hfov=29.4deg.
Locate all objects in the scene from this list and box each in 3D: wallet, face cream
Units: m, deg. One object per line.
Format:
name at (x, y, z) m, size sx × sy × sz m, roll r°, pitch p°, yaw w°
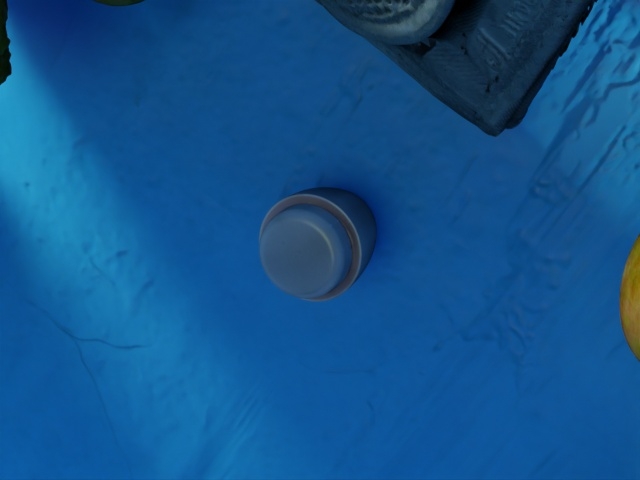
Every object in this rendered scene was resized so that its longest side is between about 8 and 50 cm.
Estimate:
wallet at (0.073, -0.205, 0.804) m, size 0.237 × 0.075 × 0.342 m, roll 43°, pitch 162°, yaw 7°
face cream at (0.000, 0.000, 1.005) m, size 0.091 × 0.095 × 0.091 m, roll 7°, pitch 109°, yaw 22°

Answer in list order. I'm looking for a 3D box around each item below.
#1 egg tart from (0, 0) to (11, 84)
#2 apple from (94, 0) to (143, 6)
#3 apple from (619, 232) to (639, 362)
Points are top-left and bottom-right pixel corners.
egg tart at (-0.314, -0.275, 0.934) m, size 0.153 × 0.351 × 0.340 m, roll -5°, pitch 105°, yaw -11°
apple at (-0.155, -0.289, 0.942) m, size 0.207 × 0.173 × 0.188 m, roll 32°, pitch 151°, yaw 60°
apple at (0.305, 0.035, 0.828) m, size 0.196 × 0.196 × 0.196 m, roll 7°, pitch 109°, yaw 22°
